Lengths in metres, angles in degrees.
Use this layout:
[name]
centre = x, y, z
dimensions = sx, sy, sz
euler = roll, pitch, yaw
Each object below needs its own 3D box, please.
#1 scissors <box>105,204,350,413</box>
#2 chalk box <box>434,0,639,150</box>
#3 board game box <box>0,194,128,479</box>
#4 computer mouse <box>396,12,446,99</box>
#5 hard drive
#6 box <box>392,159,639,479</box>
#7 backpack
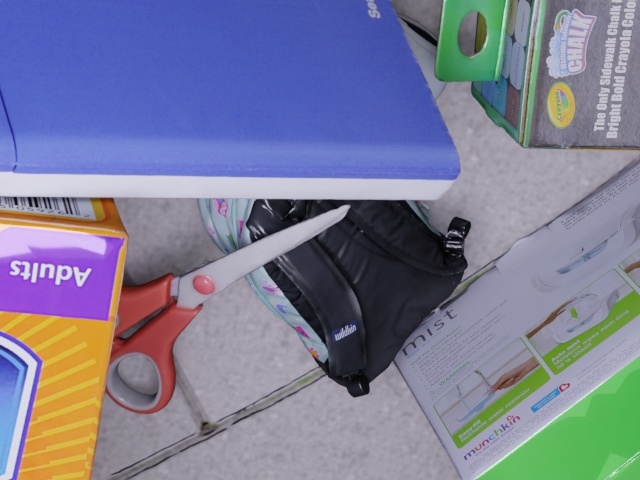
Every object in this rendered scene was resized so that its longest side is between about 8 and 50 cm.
[scissors]
centre = -0.097, 0.029, 1.309
dimensions = 0.109, 0.021, 0.297
euler = 39, 134, -7
[chalk box]
centre = 0.181, -0.142, 1.341
dimensions = 0.213, 0.132, 0.132
euler = 2, 110, -12
[board game box]
centre = -0.337, 0.083, 1.184
dimensions = 0.356, 0.356, 0.356
euler = 6, 109, -15
[computer mouse]
centre = 0.012, -0.148, 1.348
dimensions = 0.193, 0.042, 0.106
euler = 27, 101, -19
[hard drive]
centre = -0.088, -0.117, 1.132
dimensions = 0.319, 0.210, 0.040
euler = 0, 145, -33
[box]
centre = 0.205, 0.083, 1.371
dimensions = 0.262, 0.231, 0.127
euler = -38, 112, 2
[backpack]
centre = 0.000, 0.000, 1.355
dimensions = 0.152, 0.115, 0.182
euler = -53, 123, -14
